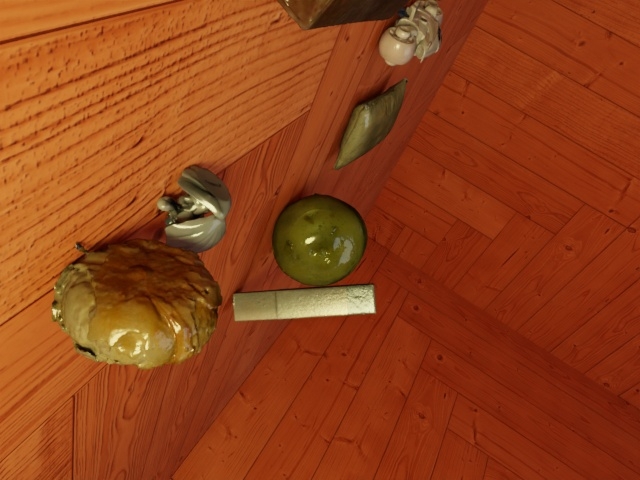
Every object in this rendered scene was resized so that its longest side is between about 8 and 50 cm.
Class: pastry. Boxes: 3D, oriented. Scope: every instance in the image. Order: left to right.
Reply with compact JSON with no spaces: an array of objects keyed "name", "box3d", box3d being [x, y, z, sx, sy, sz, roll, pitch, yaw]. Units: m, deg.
[{"name":"pastry","box3d":[-0.167,0.058,0.474,0.081,0.153,0.153,-69,169,20]}]

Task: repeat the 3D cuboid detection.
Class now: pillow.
[{"name":"pillow","box3d":[0.132,-0.296,1.249,0.302,0.074,0.185,-44,163,-51]}]

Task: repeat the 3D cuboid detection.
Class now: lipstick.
[{"name":"lipstick","box3d":[-0.035,0.139,1.129,0.066,0.316,0.068,15,71,-84]}]

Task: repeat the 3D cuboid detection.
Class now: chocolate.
[{"name":"chocolate","box3d":[0.047,-0.295,0.525,0.112,0.112,0.321,-43,-176,34]}]

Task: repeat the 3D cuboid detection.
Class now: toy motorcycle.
[{"name":"toy motorcycle","box3d":[0.200,-0.422,1.023,0.254,0.112,0.113,-53,172,-42]}]

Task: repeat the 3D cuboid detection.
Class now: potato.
[{"name":"potato","box3d":[-0.001,0.003,1.127,0.216,0.215,0.304,-56,171,-7]}]

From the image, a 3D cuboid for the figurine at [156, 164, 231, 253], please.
[{"name":"figurine","box3d":[-0.147,-0.030,0.575,0.086,0.082,0.094,-43,153,21]}]
